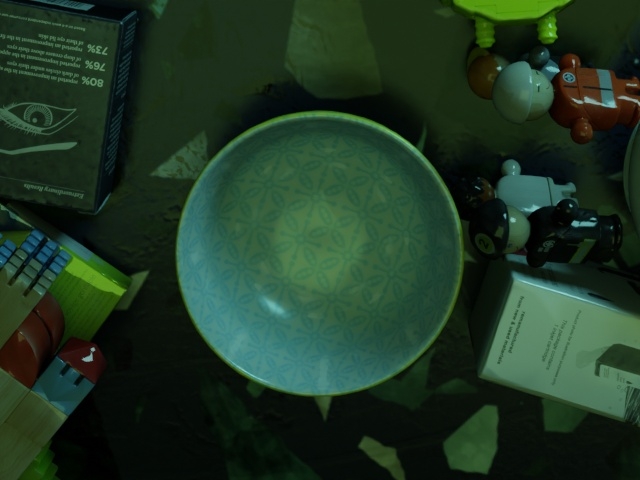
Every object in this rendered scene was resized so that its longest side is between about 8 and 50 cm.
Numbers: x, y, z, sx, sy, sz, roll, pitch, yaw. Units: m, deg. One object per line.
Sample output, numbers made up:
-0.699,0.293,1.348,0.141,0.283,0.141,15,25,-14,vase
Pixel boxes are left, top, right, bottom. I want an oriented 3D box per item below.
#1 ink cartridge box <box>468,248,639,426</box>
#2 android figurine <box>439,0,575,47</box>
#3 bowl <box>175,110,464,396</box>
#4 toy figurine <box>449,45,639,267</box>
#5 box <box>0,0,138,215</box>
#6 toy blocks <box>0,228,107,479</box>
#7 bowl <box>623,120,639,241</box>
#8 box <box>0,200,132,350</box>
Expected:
0.301,0.102,1.712,0.273,0.197,0.114,18,103,-2,ink cartridge box
0.187,-0.328,1.663,0.248,0.056,0.273,-5,89,3,android figurine
0.000,0.000,1.720,0.289,0.156,0.289,0,103,1,bowl
0.210,-0.087,1.664,0.148,0.209,0.213,4,105,-12,toy figurine
-0.282,-0.144,1.721,0.153,0.108,0.207,11,104,-1,box
-0.366,0.083,1.712,0.381,0.191,0.261,38,113,-7,toy blocks
0.398,-0.066,1.672,0.298,0.134,0.298,-7,101,-40,bowl
-0.306,0.038,1.798,0.178,0.042,0.109,35,102,-5,box
